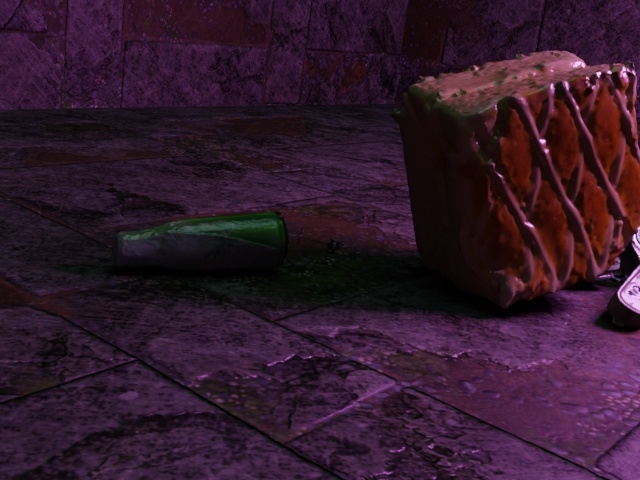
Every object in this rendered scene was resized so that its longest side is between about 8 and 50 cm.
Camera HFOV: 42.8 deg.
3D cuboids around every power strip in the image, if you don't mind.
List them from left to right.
[{"bbox_3d":[0.598,0.077,1.479,0.080,0.048,0.286,36,45,24],"label":"power strip"}]

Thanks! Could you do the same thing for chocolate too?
[{"bbox_3d":[-0.206,0.007,1.399,0.291,0.110,0.110,-4,19,-25],"label":"chocolate"}]

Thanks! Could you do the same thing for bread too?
[{"bbox_3d":[0.360,-0.125,1.477,0.371,0.390,0.279,-16,17,-21],"label":"bread"}]

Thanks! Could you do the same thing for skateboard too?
[{"bbox_3d":[0.000,0.000,1.636,0.083,0.032,0.064,16,8,19],"label":"skateboard"}]

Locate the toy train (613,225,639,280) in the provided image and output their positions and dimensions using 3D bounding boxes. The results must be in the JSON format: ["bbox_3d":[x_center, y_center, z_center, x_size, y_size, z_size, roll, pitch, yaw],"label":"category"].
[{"bbox_3d":[0.648,-0.045,1.700,0.189,0.126,0.307,-10,60,-19],"label":"toy train"}]

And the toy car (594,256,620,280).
[{"bbox_3d":[0.504,0.030,1.665,0.090,0.076,0.224,-4,17,-22],"label":"toy car"}]
